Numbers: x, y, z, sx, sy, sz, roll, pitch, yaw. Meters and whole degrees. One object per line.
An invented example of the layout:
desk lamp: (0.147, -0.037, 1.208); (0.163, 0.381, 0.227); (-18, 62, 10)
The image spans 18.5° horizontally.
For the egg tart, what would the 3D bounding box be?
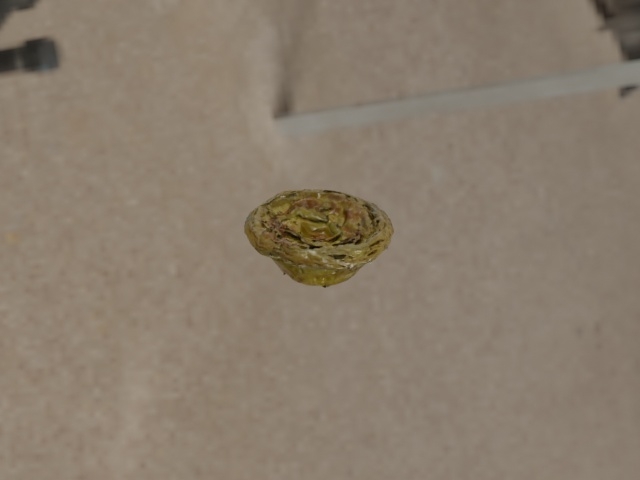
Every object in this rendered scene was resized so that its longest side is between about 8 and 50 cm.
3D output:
egg tart: (0.000, 0.000, 1.683); (0.129, 0.129, 0.049); (-49, 147, -51)
